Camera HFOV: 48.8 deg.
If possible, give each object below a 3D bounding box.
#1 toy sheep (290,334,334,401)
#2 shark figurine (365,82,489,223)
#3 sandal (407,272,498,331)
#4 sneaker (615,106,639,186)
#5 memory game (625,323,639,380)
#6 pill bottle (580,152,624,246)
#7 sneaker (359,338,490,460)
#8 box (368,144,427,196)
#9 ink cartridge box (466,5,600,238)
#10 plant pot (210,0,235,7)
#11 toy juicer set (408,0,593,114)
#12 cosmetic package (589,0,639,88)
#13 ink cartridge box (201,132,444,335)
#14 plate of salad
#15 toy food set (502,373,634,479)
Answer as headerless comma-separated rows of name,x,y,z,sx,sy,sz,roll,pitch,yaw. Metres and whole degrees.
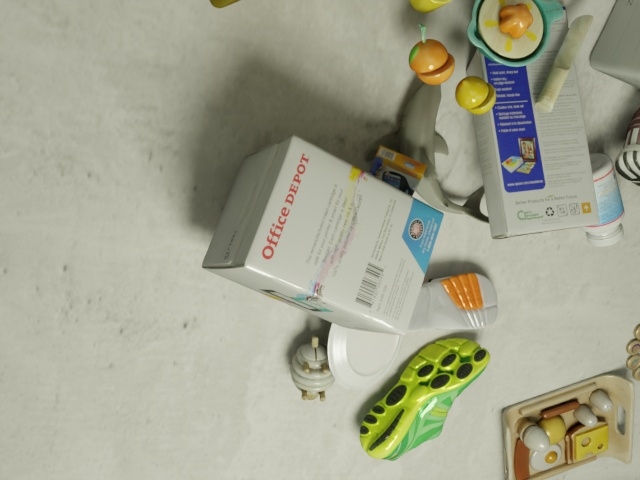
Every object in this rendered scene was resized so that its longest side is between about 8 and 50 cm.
toy sheep,-0.012,0.224,1.235,0.091,0.091,0.132,0,119,-18
shark figurine,0.192,-0.107,1.166,0.166,0.116,0.278,-33,115,-2
sandal,0.205,0.112,1.270,0.265,0.076,0.102,0,87,-30
sneaker,0.649,-0.159,1.307,0.281,0.106,0.163,27,74,-42
memory game,0.740,0.227,1.528,0.186,0.012,0.186,-6,112,-16
pill bottle,0.505,-0.072,1.295,0.087,0.087,0.160,-29,115,-6
sneaker,0.198,0.300,1.340,0.295,0.109,0.123,-42,140,-1
box,0.111,-0.086,1.146,0.081,0.028,0.136,24,140,3
ink cartridge box,0.345,-0.196,1.166,0.175,0.069,0.371,-7,89,-16
plant pot,-0.069,-0.435,0.912,0.212,0.187,0.212,-26,116,-7
toy juicer set,0.287,-0.294,1.083,0.328,0.089,0.209,9,82,-15
cosmetic package,0.718,-0.350,1.090,0.327,0.394,0.330,15,104,-23
ink cartridge box,0.000,0.000,1.059,0.270,0.197,0.198,25,76,-23
plate of salad,0.078,0.167,1.249,0.199,0.048,0.200,-12,108,-43
toy food set,0.523,0.428,1.487,0.305,0.092,0.220,-15,113,-12
